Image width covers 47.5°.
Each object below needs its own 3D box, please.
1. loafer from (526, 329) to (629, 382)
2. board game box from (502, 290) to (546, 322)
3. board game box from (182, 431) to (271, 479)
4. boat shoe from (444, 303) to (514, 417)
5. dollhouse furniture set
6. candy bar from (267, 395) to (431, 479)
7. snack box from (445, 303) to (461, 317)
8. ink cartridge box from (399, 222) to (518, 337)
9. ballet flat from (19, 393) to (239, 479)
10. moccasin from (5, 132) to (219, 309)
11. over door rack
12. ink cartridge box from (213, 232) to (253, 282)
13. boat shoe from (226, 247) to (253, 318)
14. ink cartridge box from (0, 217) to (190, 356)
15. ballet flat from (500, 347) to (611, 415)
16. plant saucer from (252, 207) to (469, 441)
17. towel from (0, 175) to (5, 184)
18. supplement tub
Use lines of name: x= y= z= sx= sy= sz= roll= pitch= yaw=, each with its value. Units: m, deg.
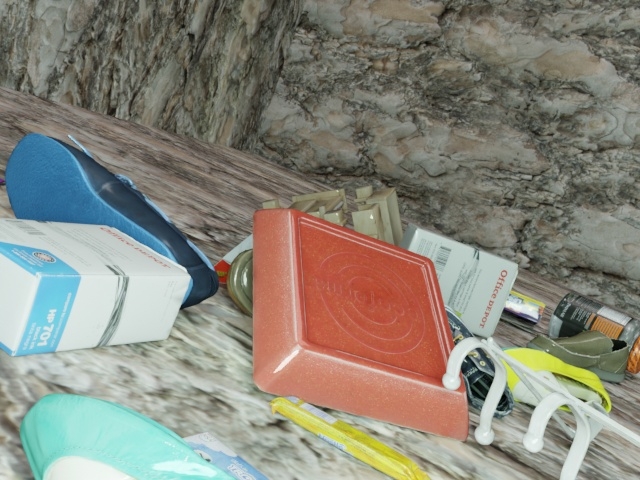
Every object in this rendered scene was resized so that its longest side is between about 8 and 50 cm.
loafer: x=0.482 y=0.200 z=1.348 sx=0.251 sy=0.088 sz=0.094 roll=14 pitch=10 yaw=-35
board game box: x=0.415 y=0.137 z=1.642 sx=0.170 sy=0.048 sz=0.141 roll=23 pitch=-2 yaw=16
board game box: x=-0.078 y=0.167 z=0.490 sx=0.090 sy=0.020 sz=0.090 roll=26 pitch=10 yaw=31
boat shoe: x=0.176 y=0.144 z=0.922 sx=0.183 sy=0.065 sz=0.083 roll=43 pitch=8 yaw=-7
dollhouse furniture set: x=0.000 y=0.000 z=1.653 sx=0.355 sy=0.174 sz=0.303 roll=-7 pitch=13 yaw=19
candy bar: x=0.025 y=0.179 z=0.655 sx=0.161 sy=0.018 sz=0.040 roll=23 pitch=6 yaw=21
snack box: x=0.090 y=0.095 z=1.160 sx=0.207 sy=0.070 sz=0.174 roll=17 pitch=8 yaw=-28
ink cartridge box: x=0.240 y=0.075 z=1.359 sx=0.208 sy=0.153 sz=0.087 roll=20 pitch=7 yaw=-7
ballet flat: x=-0.078 y=0.155 z=0.381 sx=0.247 sy=0.083 sz=0.087 roll=20 pitch=26 yaw=15
moccasin: x=-0.265 y=-0.011 z=0.900 sx=0.342 sy=0.138 sz=0.116 roll=41 pitch=13 yaw=27
over door rack: x=0.286 y=0.228 z=0.726 sx=0.324 sy=0.108 sz=0.239 roll=31 pitch=1 yaw=-40
ink cartridge box: x=-0.061 y=0.041 z=1.009 sx=0.145 sy=0.179 sz=0.045 roll=13 pitch=52 yaw=-37
boat shoe: x=-0.001 y=0.085 z=0.942 sx=0.307 sy=0.111 sz=0.104 roll=23 pitch=-11 yaw=-33
ink cartridge box: x=-0.243 y=0.039 z=0.696 sx=0.139 sy=0.082 sz=0.190 roll=26 pitch=9 yaw=29
ballet flat: x=0.327 y=0.206 z=1.025 sx=0.230 sy=0.077 sz=0.077 roll=18 pitch=25 yaw=-30
plant saucer: x=0.050 y=0.077 z=0.815 sx=0.258 sy=0.048 sz=0.259 roll=19 pitch=40 yaw=-22
towel: x=-0.528 y=-0.098 z=1.131 sx=0.060 sy=0.010 sz=0.083 roll=19 pitch=8 yaw=-5
supplement tub: x=0.586 y=0.196 z=1.519 sx=0.190 sy=0.117 sz=0.117 roll=27 pitch=11 yaw=35
